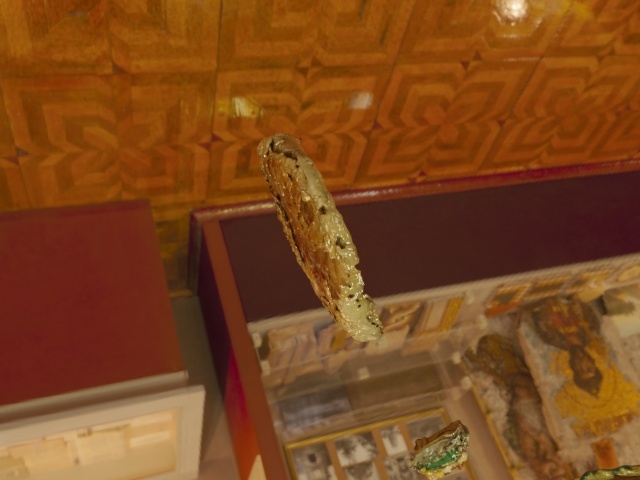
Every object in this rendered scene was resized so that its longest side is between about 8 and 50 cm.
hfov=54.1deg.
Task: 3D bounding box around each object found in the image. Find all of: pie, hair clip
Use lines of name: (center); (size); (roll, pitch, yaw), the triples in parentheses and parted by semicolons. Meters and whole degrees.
pie: (0.000, 0.000, 0.728); (0.055, 0.274, 0.274); (-25, 148, -7)
hair clip: (0.260, 0.442, 1.300); (0.138, 0.091, 0.321); (-31, 164, 5)

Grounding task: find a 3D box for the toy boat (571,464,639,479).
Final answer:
toy boat: (0.454, 0.334, 0.797); (0.099, 0.108, 0.293); (17, 146, -38)
